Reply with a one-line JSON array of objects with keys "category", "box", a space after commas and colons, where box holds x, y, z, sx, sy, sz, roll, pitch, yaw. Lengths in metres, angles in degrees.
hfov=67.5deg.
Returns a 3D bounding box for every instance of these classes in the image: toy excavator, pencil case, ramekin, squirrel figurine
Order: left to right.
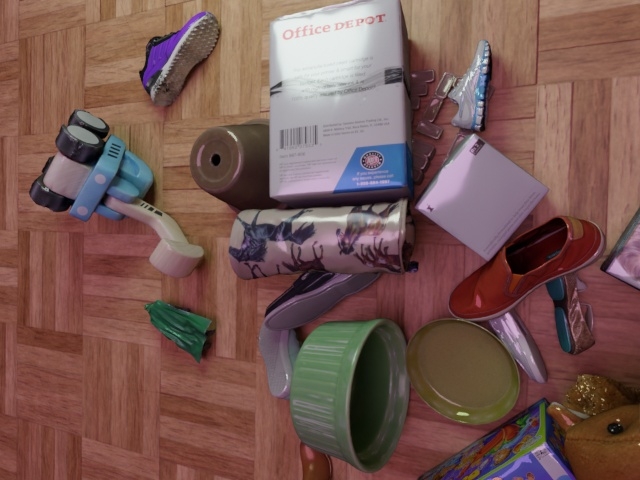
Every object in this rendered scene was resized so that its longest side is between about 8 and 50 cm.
[{"category": "toy excavator", "box": [-0.541, -0.118, 1.343, 0.222, 0.445, 0.433, -53, 30, 17]}, {"category": "pencil case", "box": [0.000, 0.000, 1.027, 0.409, 0.183, 0.160, -3, 82, 20]}, {"category": "ramekin", "box": [0.066, 0.312, 1.014, 0.148, 0.303, 0.304, 0, 91, 32]}, {"category": "squirrel figurine", "box": [0.533, 0.313, 0.726, 0.370, 0.397, 0.281, -14, 68, -7]}]

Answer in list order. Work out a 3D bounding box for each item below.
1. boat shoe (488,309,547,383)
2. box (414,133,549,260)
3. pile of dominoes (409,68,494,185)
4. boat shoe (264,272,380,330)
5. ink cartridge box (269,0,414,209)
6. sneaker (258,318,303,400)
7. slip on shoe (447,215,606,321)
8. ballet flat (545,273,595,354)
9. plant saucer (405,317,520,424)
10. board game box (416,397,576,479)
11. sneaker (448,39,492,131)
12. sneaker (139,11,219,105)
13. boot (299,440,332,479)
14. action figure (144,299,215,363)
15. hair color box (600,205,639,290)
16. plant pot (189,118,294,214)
[{"category": "boat shoe", "box": [0.395, 0.210, 0.984, 0.063, 0.066, 0.184, -35, 77, 32]}, {"category": "box", "box": [0.314, -0.090, 0.961, 0.181, 0.119, 0.181, 37, 106, 3]}, {"category": "pile of dominoes", "box": [0.243, -0.253, 1.073, 0.195, 0.040, 0.251, 28, 94, 22]}, {"category": "boat shoe", "box": [-0.004, 0.109, 1.125, 0.302, 0.114, 0.091, -27, 51, 3]}, {"category": "ink cartridge box", "box": [0.049, -0.280, 1.036, 0.285, 0.166, 0.395, -3, 83, 17]}, {"category": "sneaker", "box": [-0.066, 0.287, 1.186, 0.094, 0.151, 0.256, -37, 41, 23]}, {"category": "slip on shoe", "box": [0.371, 0.056, 0.929, 0.331, 0.101, 0.123, -40, 37, 39]}, {"category": "ballet flat", "box": [0.492, 0.118, 0.944, 0.067, 0.073, 0.206, -10, 89, -3]}, {"category": "plant saucer", "box": [0.299, 0.272, 1.016, 0.240, 0.037, 0.241, 11, 111, 30]}, {"category": "board game box", "box": [0.317, 0.464, 0.929, 0.347, 0.233, 0.078, -43, 74, 19]}, {"category": "sneaker", "box": [0.310, -0.324, 0.998, 0.082, 0.071, 0.191, 8, 86, 28]}, {"category": "sneaker", "box": [-0.410, -0.530, 1.323, 0.293, 0.102, 0.146, -45, 72, 19]}, {"category": "boot", "box": [-0.026, 0.584, 1.133, 0.072, 0.152, 0.197, -25, 80, 23]}, {"category": "action figure", "box": [-0.407, 0.232, 1.355, 0.232, 0.063, 0.137, 25, 103, 19]}, {"category": "hair color box", "box": [0.699, 0.066, 0.816, 0.347, 0.105, 0.174, 31, 103, 22]}, {"category": "plant pot", "box": [-0.185, -0.182, 1.156, 0.262, 0.229, 0.263, 0, 90, 25]}]
